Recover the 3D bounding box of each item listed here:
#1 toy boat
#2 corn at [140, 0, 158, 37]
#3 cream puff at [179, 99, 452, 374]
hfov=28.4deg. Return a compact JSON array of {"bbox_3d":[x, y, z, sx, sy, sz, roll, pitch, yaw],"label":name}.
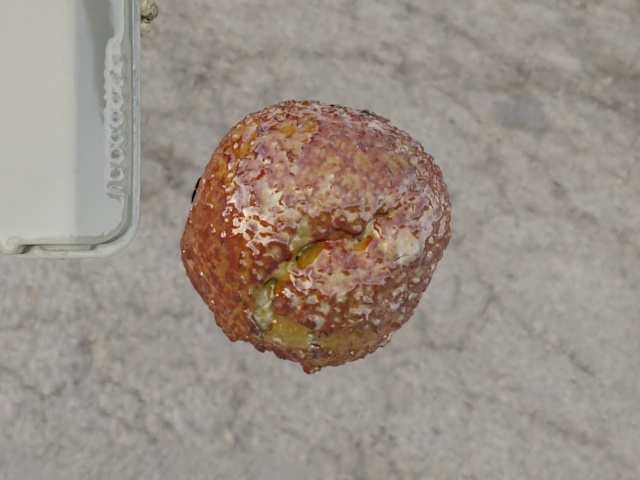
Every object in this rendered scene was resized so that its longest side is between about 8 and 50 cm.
[{"bbox_3d":[-0.134,-0.124,0.499,0.141,0.141,0.269,4,80,-27],"label":"toy boat"},{"bbox_3d":[-0.207,-0.209,1.018,0.087,0.087,0.211,37,9,19],"label":"corn"},{"bbox_3d":[-0.001,0.000,1.084,0.240,0.240,0.164,8,21,-22],"label":"cream puff"}]
